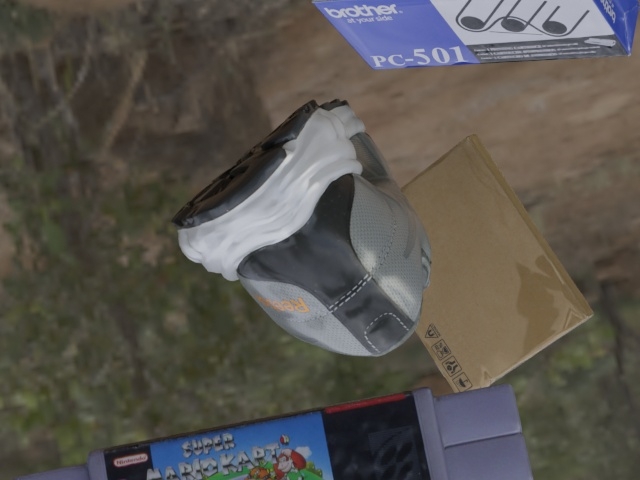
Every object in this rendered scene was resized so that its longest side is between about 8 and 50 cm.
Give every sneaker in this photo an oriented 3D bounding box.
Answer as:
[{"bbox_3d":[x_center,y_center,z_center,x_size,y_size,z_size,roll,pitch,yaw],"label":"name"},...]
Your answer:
[{"bbox_3d":[0.000,0.000,0.737,0.100,0.108,0.271,-41,-177,6],"label":"sneaker"}]

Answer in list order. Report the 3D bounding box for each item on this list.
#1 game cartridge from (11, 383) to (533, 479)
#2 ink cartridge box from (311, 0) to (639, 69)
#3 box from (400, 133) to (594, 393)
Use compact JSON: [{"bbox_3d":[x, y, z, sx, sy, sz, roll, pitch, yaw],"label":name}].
[{"bbox_3d":[-0.022,0.233,1.059,0.355,0.230,0.068,-11,169,0],"label":"game cartridge"},{"bbox_3d":[0.107,-0.166,1.097,0.207,0.046,0.097,1,155,34],"label":"ink cartridge box"},{"bbox_3d":[0.139,0.028,1.463,0.164,0.201,0.021,-38,169,32],"label":"box"}]
